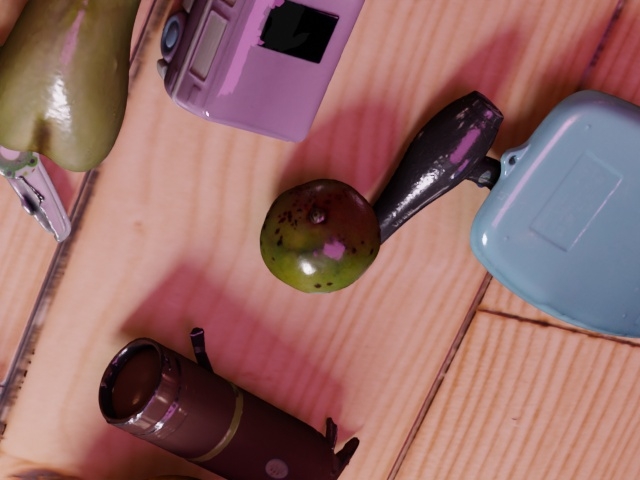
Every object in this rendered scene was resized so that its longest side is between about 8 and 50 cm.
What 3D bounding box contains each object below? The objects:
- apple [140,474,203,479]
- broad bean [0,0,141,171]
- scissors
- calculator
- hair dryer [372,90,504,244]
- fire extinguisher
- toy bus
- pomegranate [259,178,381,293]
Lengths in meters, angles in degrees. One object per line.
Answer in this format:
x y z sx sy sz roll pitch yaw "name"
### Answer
-0.161 0.384 1.536 0.286 0.286 0.233 -32 122 -6 "apple"
-0.214 -0.187 1.267 0.121 0.189 0.263 14 105 -7 "broad bean"
-0.289 -0.083 1.382 0.101 0.027 0.204 -30 122 -5 "scissors"
0.325 -0.021 1.655 0.386 0.054 0.256 27 103 -39 "calculator"
0.167 -0.050 1.596 0.219 0.075 0.195 26 113 -40 "hair dryer"
-0.082 0.201 1.586 0.341 0.105 0.141 34 78 -41 "fire extinguisher"
-0.050 -0.205 1.355 0.142 0.142 0.202 13 110 -29 "toy bus"
-0.001 -0.005 1.509 0.130 0.130 0.130 -11 120 -19 "pomegranate"
